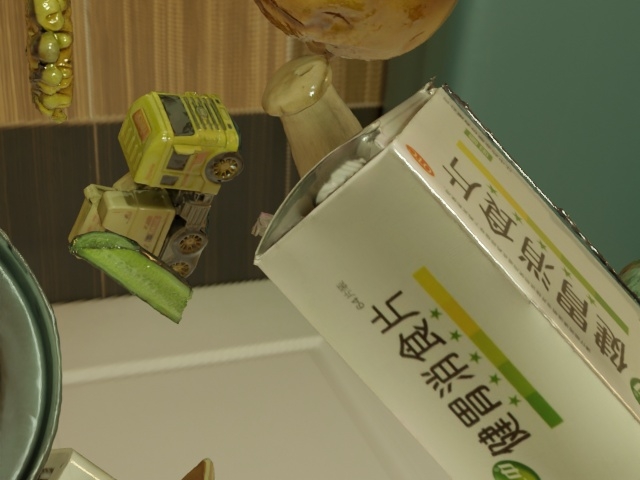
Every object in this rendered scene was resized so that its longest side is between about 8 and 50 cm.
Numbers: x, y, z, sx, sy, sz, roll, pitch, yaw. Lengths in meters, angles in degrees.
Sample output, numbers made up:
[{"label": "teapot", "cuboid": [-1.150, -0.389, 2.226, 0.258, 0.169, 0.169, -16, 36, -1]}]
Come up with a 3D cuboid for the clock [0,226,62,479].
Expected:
[{"label": "clock", "cuboid": [-0.332, 0.096, 0.641, 0.312, 0.061, 0.313, 10, 66, -23]}]

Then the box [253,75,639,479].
[{"label": "box", "cuboid": [0.123, 0.053, 0.715, 0.145, 0.173, 0.333, -41, 94, 27]}]

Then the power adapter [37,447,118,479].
[{"label": "power adapter", "cuboid": [-0.325, 0.399, 1.362, 0.205, 0.130, 0.125, 44, 53, -25]}]

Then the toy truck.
[{"label": "toy truck", "cuboid": [-0.316, -0.093, 1.847, 0.254, 0.181, 0.405, 1, 134, -35]}]

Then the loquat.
[{"label": "loquat", "cuboid": [0.048, -0.361, 1.169, 0.276, 0.276, 0.284, 15, 85, -27]}]

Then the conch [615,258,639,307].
[{"label": "conch", "cuboid": [0.390, 0.127, 1.141, 0.195, 0.277, 0.220, -4, 108, -26]}]

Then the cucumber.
[{"label": "cucumber", "cuboid": [-0.260, 0.040, 1.397, 0.070, 0.046, 0.220, -33, 129, 23]}]

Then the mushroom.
[{"label": "mushroom", "cuboid": [0.018, -0.085, 1.055, 0.096, 0.108, 0.247, -9, 123, 30]}]

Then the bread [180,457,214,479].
[{"label": "bread", "cuboid": [-0.202, 0.407, 1.555, 0.109, 0.062, 0.043, -45, 145, -10]}]

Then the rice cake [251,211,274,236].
[{"label": "rice cake", "cuboid": [0.000, 0.001, 1.856, 0.269, 0.049, 0.055, 15, 142, 1]}]

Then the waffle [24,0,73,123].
[{"label": "waffle", "cuboid": [-0.347, -0.305, 1.217, 0.058, 0.281, 0.301, -4, 90, -18]}]
